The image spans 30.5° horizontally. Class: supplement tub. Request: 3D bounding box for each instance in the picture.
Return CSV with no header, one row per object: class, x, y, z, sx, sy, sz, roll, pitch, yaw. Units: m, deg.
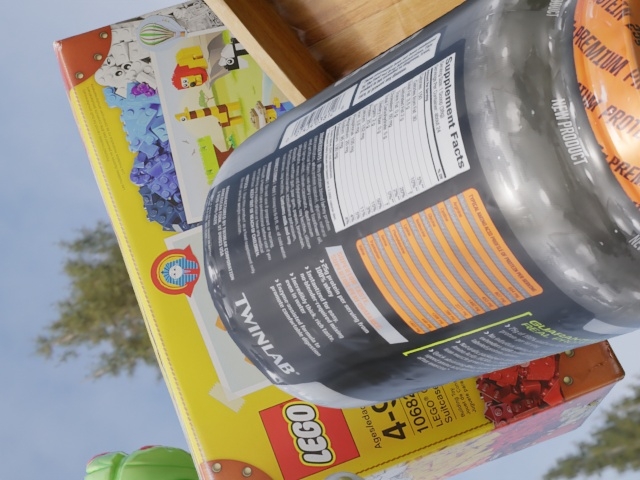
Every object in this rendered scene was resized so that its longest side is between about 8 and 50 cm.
supplement tub,0.098,-0.028,0.696,0.207,0.338,0.207,16,-117,-36

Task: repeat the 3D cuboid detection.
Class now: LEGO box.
LEGO box,0.000,0.000,1.140,0.193,0.372,0.500,93,156,-66

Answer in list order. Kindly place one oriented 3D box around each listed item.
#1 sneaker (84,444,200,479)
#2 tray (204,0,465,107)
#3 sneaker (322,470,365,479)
sneaker,-0.153,0.415,1.452,0.483,0.185,0.202,48,-141,-50
tray,0.124,-0.232,0.859,0.203,0.410,0.076,47,-146,-37
sneaker,-0.001,0.302,0.796,0.169,0.108,0.293,-29,-51,-50
